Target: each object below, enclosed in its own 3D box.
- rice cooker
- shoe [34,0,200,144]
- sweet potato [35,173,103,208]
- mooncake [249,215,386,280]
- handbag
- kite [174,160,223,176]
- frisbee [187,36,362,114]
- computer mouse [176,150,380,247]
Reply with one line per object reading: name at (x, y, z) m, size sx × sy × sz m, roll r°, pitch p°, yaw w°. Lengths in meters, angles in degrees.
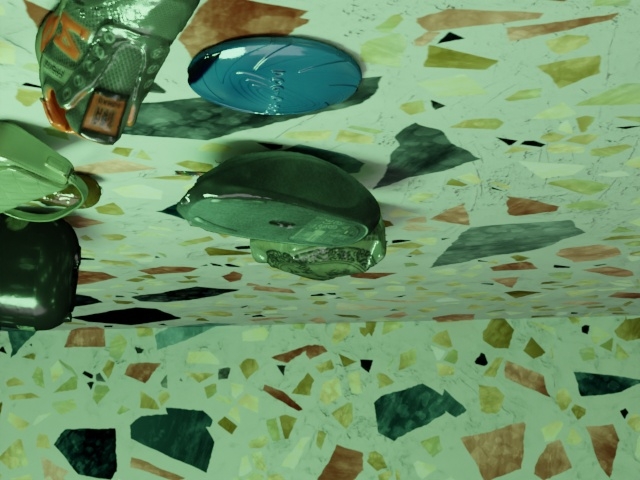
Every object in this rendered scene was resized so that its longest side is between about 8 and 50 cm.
rice cooker at (-0.613, 0.068, 2.030) m, size 0.224 × 0.267 × 0.267 m, roll 6°, pitch 165°, yaw -10°
shoe at (-0.244, -0.200, 1.129) m, size 0.132 × 0.171 × 0.336 m, roll 9°, pitch 163°, yaw -33°
sweet potato at (-0.510, -0.095, 1.774) m, size 0.233 × 0.062 × 0.081 m, roll 6°, pitch 166°, yaw -12°
mooncake at (0.001, 0.005, 2.032) m, size 0.254 × 0.136 × 0.250 m, roll 6°, pitch 168°, yaw -21°
handbag at (-0.505, -0.093, 1.637) m, size 0.256 × 0.079 × 0.219 m, roll -13°, pitch 144°, yaw 42°
kite at (-0.142, -0.118, 1.795) m, size 0.244 × 0.006 × 0.198 m, roll 3°, pitch 166°, yaw -11°
frisbee at (-0.063, -0.211, 1.356) m, size 0.242 × 0.045 × 0.242 m, roll -1°, pitch 165°, yaw 0°
computer mouse at (-0.071, -0.076, 1.728) m, size 0.374 × 0.114 × 0.203 m, roll 10°, pitch 154°, yaw -29°
